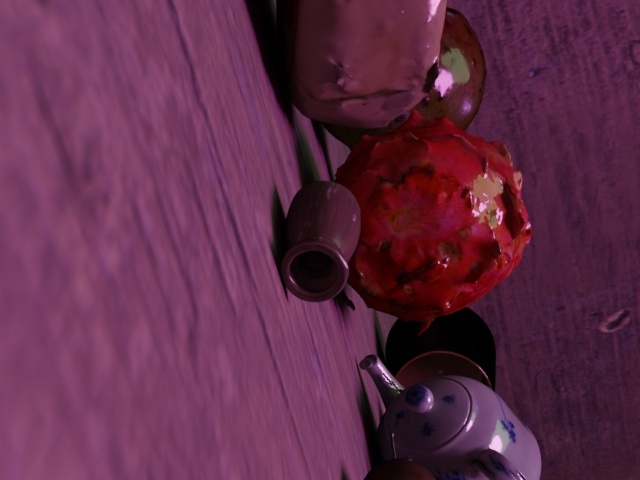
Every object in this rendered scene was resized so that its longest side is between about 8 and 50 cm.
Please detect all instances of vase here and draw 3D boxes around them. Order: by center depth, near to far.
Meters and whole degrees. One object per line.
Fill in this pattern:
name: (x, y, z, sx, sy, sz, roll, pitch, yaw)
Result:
vase: (0.000, 0.000, 0.586, 0.100, 0.053, 0.053, -81, 156, -65)

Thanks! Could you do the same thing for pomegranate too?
pomegranate: (0.091, -0.174, 1.127, 0.242, 0.242, 0.306, -96, -170, -51)

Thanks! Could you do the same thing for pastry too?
pastry: (0.031, -0.232, 0.794, 0.265, 0.133, 0.265, -179, -90, -80)

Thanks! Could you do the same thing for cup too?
cup: (0.182, 0.225, 1.239, 0.177, 0.166, 0.239, -65, 140, -75)

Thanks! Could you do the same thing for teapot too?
teapot: (0.052, 0.177, 0.577, 0.110, 0.085, 0.080, 46, 23, -37)
teapot: (0.119, 0.192, 0.823, 0.232, 0.159, 0.159, 32, -35, 54)

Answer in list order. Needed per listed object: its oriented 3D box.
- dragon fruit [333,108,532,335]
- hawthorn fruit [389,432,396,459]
dragon fruit: (0.105, -0.015, 0.873, 0.268, 0.205, 0.210, 56, 14, -66)
hawthorn fruit: (0.072, 0.216, 0.745, 0.067, 0.067, 0.103, 59, 6, -70)
